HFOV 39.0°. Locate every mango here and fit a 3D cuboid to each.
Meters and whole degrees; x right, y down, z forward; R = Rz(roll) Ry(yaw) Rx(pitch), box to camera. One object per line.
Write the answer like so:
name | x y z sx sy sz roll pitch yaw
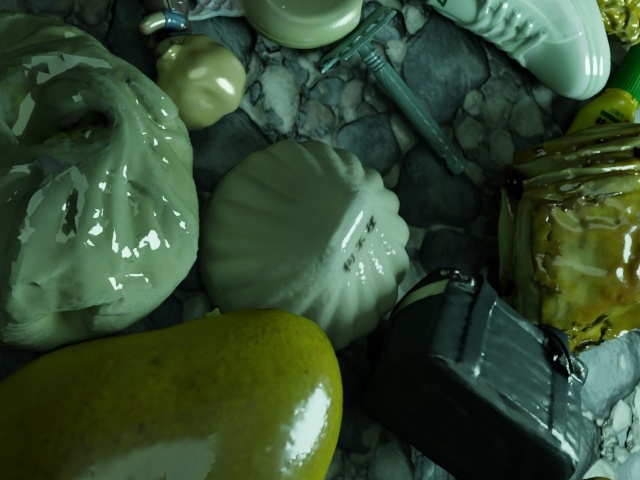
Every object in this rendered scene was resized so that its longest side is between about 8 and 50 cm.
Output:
mango | -0.168 0.220 0.887 0.445 0.220 0.301 -36 86 -24

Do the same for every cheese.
cheese | -0.062 -0.298 1.106 0.228 0.064 0.137 -7 74 -9

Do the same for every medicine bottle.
medicine bottle | 0.409 -0.175 1.272 0.095 0.064 0.260 39 68 -16

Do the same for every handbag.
handbag | 0.179 0.167 1.044 0.254 0.181 0.181 36 40 -6

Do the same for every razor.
razor | 0.109 -0.177 1.164 0.106 0.068 0.232 -45 104 -21

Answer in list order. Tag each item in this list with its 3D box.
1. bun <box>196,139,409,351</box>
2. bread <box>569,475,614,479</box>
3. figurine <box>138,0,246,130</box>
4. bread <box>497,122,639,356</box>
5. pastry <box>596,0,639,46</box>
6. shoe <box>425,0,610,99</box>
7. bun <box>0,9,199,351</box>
bun | 0.000 0.000 1.020 0.263 0.175 0.263 3 81 -20
bread | 0.263 0.382 0.982 0.312 0.312 0.172 -21 99 -23
figurine | -0.164 -0.221 1.033 0.108 0.114 0.196 -30 84 -23
bread | 0.385 -0.001 1.138 0.325 0.167 0.277 -12 107 -23
pastry | 0.416 -0.376 1.246 0.250 0.154 0.102 35 33 -34
shoe | 0.232 -0.323 1.196 0.160 0.132 0.363 -33 89 -24
bun | -0.278 -0.070 0.886 0.360 0.211 0.359 6 69 -17
